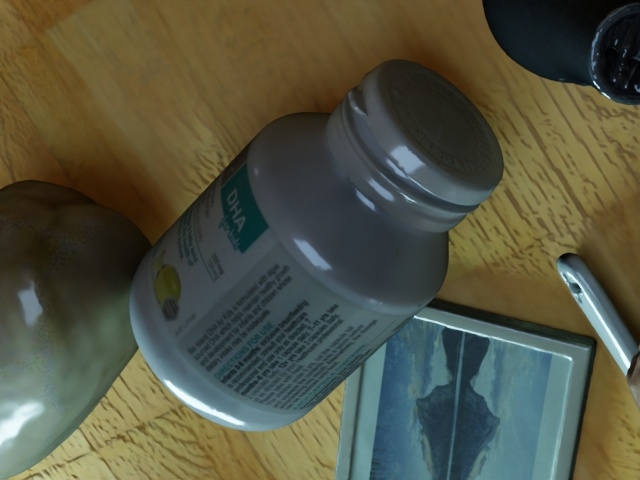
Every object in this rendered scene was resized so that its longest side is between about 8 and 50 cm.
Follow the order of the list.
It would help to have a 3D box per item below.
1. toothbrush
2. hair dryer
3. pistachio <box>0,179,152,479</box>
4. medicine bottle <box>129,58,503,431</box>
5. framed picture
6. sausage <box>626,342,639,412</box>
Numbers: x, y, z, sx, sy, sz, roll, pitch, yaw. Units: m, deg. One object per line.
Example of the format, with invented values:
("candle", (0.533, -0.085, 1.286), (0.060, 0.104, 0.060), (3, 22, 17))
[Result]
("toothbrush", (0.235, 0.172, 1.145), (0.040, 0.040, 0.386), (-28, 102, 30))
("hair dryer", (0.218, -0.133, 0.939), (0.271, 0.235, 0.091), (-13, 107, -1))
("pistachio", (-0.188, 0.060, 1.206), (0.153, 0.138, 0.238), (18, 128, -28))
("medicine bottle", (0.000, 0.000, 1.099), (0.135, 0.135, 0.215), (43, 122, -2))
("framed picture", (0.083, 0.132, 1.201), (0.150, 0.015, 0.203), (15, 119, 16))
("sausage", (0.320, 0.208, 1.096), (0.094, 0.094, 0.419), (-34, 97, 21))
